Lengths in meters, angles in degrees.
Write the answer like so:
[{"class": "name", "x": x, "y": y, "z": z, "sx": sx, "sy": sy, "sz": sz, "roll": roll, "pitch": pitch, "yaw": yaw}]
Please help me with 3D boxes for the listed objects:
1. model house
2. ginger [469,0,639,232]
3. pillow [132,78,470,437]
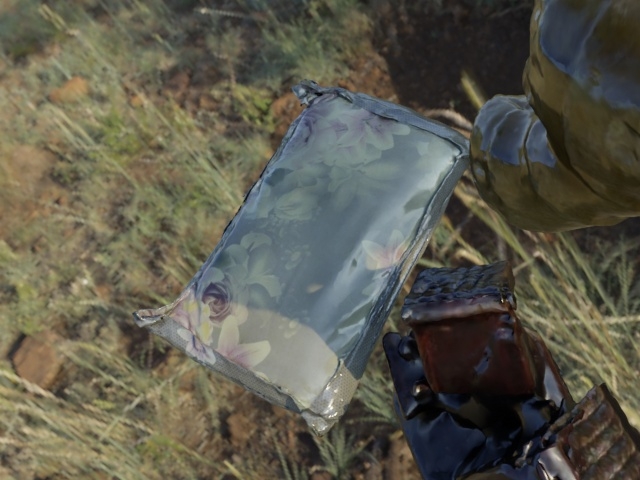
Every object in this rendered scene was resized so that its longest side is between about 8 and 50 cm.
[{"class": "model house", "x": 0.094, "y": 0.113, "z": 0.483, "sx": 0.141, "sy": 0.164, "sz": 0.203, "roll": -35, "pitch": 69, "yaw": 10}, {"class": "ginger", "x": 0.143, "y": -0.036, "z": 0.300, "sx": 0.081, "sy": 0.148, "sz": 0.333, "roll": -14, "pitch": 22, "yaw": -19}, {"class": "pillow", "x": 0.000, "y": 0.000, "z": 0.617, "sx": 0.169, "sy": 0.059, "sz": 0.255, "roll": 25, "pitch": 63, "yaw": 16}]
